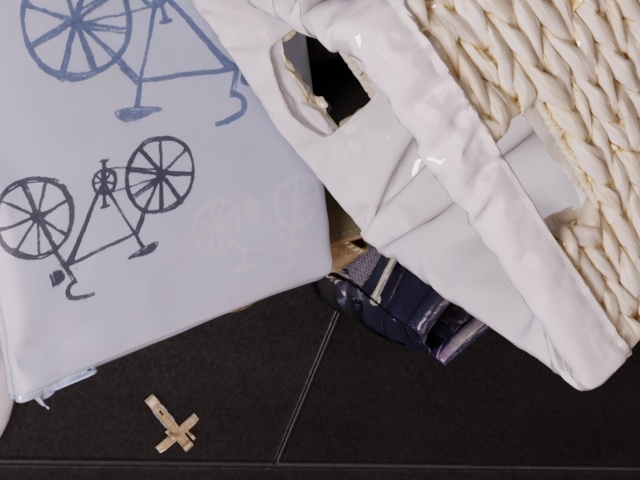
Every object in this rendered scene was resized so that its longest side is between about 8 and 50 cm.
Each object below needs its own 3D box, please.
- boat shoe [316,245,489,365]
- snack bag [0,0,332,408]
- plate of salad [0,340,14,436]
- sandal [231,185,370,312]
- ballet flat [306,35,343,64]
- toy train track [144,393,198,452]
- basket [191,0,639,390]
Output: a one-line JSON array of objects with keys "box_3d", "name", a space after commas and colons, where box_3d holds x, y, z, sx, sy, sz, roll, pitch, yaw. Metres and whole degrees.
[{"box_3d": [0.164, -0.030, 1.277, 0.340, 0.158, 0.127, -48, 135, -5], "name": "boat shoe"}, {"box_3d": [-0.125, -0.082, 1.033, 0.323, 0.037, 0.342, -22, 113, -36], "name": "snack bag"}, {"box_3d": [-0.326, 0.139, 1.058, 0.200, 0.048, 0.199, -20, 127, -30], "name": "plate of salad"}, {"box_3d": [-0.004, -0.005, 1.231, 0.240, 0.088, 0.079, -32, 157, -12], "name": "sandal"}, {"box_3d": [0.099, -0.230, 1.150, 0.280, 0.096, 0.095, -37, 134, -16], "name": "ballet flat"}, {"box_3d": [-0.137, 0.171, 1.255, 0.048, 0.014, 0.083, -42, 133, -12], "name": "toy train track"}, {"box_3d": [0.121, -0.133, 0.946, 0.266, 0.331, 0.328, -41, 121, -6], "name": "basket"}]
